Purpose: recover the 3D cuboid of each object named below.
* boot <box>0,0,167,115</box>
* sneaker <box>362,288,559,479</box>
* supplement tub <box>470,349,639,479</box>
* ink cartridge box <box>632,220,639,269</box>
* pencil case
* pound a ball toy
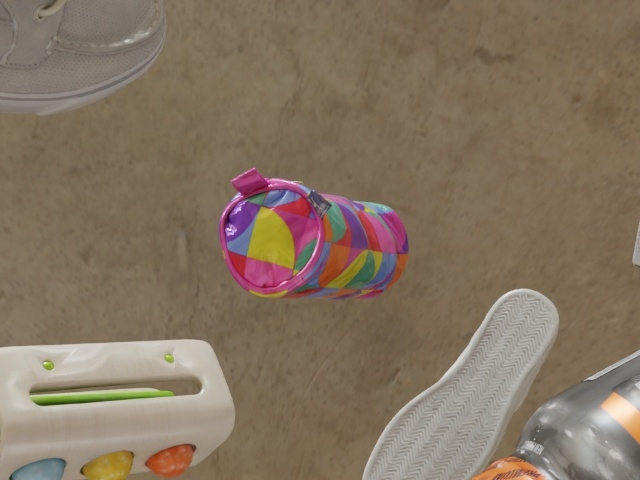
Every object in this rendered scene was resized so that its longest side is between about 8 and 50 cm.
[{"bbox_3d":[-0.140,-0.115,0.525,0.258,0.123,0.095,-13,86,-49],"label":"boot"},{"bbox_3d":[0.155,0.202,1.299,0.108,0.169,0.292,37,71,17],"label":"sneaker"},{"bbox_3d":[0.289,0.163,0.848,0.338,0.207,0.207,-27,75,-12],"label":"supplement tub"},{"bbox_3d":[0.323,-0.171,0.763,0.071,0.330,0.324,23,35,33],"label":"ink cartridge box"},{"bbox_3d":[0.000,0.000,1.033,0.104,0.236,0.105,-2,84,21],"label":"pencil case"},{"bbox_3d":[-0.240,0.219,1.293,0.319,0.208,0.136,3,54,-41],"label":"pound a ball toy"}]
